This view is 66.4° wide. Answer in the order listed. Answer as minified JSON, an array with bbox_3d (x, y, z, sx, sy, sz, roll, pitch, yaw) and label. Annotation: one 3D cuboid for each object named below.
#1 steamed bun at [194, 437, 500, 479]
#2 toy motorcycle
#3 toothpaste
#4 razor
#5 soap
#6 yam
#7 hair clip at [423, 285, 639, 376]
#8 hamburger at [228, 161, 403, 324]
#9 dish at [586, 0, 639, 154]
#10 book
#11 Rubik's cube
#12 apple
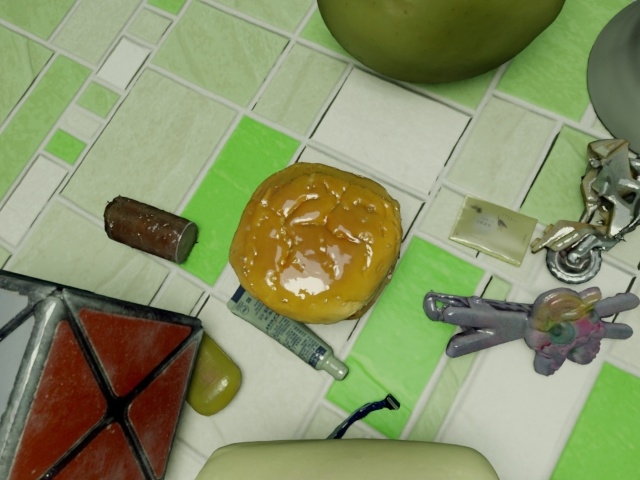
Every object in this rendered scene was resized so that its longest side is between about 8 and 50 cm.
[{"bbox_3d":[0.013,0.436,0.463,0.371,0.290,0.456,-1,96,3],"label":"steamed bun"},{"bbox_3d":[0.388,-0.051,0.688,0.130,0.094,0.229,44,98,21],"label":"toy motorcycle"},{"bbox_3d":[-0.048,0.134,0.727,0.216,0.037,0.062,34,83,19],"label":"toothpaste"},{"bbox_3d":[0.041,0.264,0.686,0.154,0.044,0.028,-39,44,0],"label":"razor"},{"bbox_3d":[-0.180,0.190,0.726,0.140,0.045,0.089,41,82,19],"label":"soap"},{"bbox_3d":[-0.270,-0.017,0.781,0.141,0.079,0.079,18,79,12],"label":"yam"},{"bbox_3d":[0.280,0.118,0.658,0.278,0.090,0.137,1,110,12],"label":"hair clip"},{"bbox_3d":[0.000,0.000,0.688,0.244,0.163,0.244,-3,73,9],"label":"hamburger"},{"bbox_3d":[0.564,-0.261,0.702,0.316,0.106,0.316,-2,75,7],"label":"dish"},{"bbox_3d":[0.257,-0.017,0.731,0.111,0.014,0.077,23,80,13],"label":"book"},{"bbox_3d":[-0.345,0.181,0.622,0.260,0.259,0.255,6,75,25],"label":"Rubik's cube"},{"bbox_3d":[0.163,-0.389,0.673,0.357,0.357,0.357,-2,75,8],"label":"apple"}]
